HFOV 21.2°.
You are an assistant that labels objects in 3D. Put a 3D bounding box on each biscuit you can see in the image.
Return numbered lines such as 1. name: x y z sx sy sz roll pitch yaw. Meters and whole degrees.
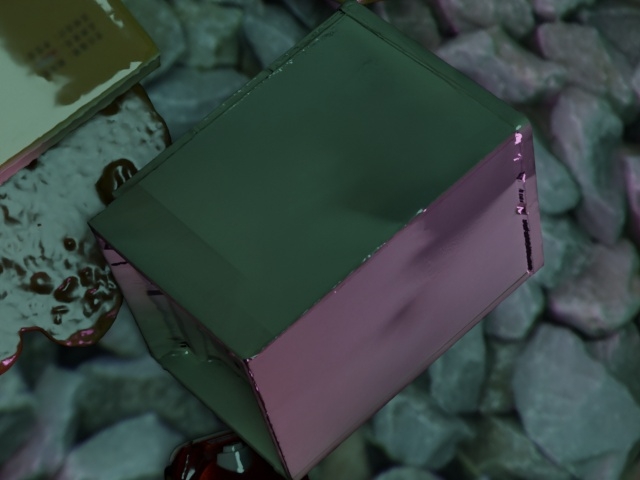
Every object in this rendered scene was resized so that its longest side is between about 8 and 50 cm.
1. biscuit: -0.195 -0.040 1.001 0.208 0.041 0.290 12 80 -13

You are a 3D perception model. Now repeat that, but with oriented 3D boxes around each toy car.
1. toy car: -0.034 0.179 0.999 0.112 0.112 0.139 -15 90 -18

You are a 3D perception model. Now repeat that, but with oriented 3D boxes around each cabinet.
1. cabinet: 0.000 0.000 0.982 0.206 0.145 0.150 -40 58 -17

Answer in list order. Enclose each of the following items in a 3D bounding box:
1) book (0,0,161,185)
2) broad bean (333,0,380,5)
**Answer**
1. book: -0.308 -0.176 0.956 0.269 0.032 0.389 -37 90 -14
2. broad bean: 0.050 -0.278 1.066 0.291 0.119 0.238 -41 98 -18
